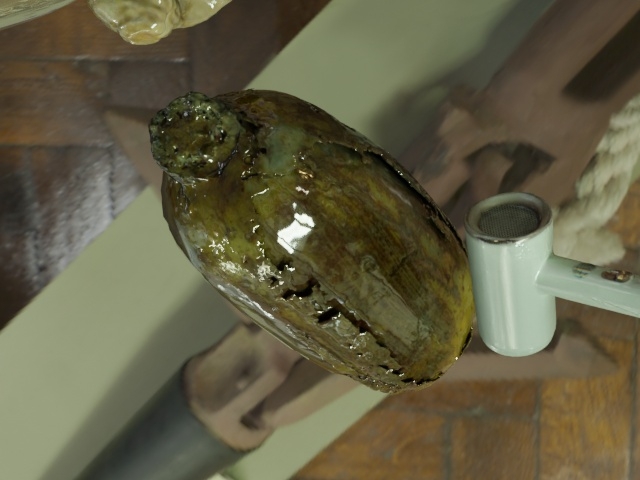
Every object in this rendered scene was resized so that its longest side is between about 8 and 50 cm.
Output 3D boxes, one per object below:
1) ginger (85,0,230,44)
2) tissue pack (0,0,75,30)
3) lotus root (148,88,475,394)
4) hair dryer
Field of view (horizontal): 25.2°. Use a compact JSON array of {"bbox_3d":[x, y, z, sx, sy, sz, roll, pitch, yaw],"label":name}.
[{"bbox_3d":[-0.189,-0.253,1.140,0.221,0.130,0.275,-28,64,-13],"label":"ginger"},{"bbox_3d":[-0.177,-0.248,0.414,0.277,0.267,0.387,-16,89,60],"label":"tissue pack"},{"bbox_3d":[0.000,0.000,1.291,0.179,0.195,0.397,9,157,47],"label":"lotus root"},{"bbox_3d":[0.234,0.045,1.169,0.236,0.073,0.131,12,131,29],"label":"hair dryer"}]
